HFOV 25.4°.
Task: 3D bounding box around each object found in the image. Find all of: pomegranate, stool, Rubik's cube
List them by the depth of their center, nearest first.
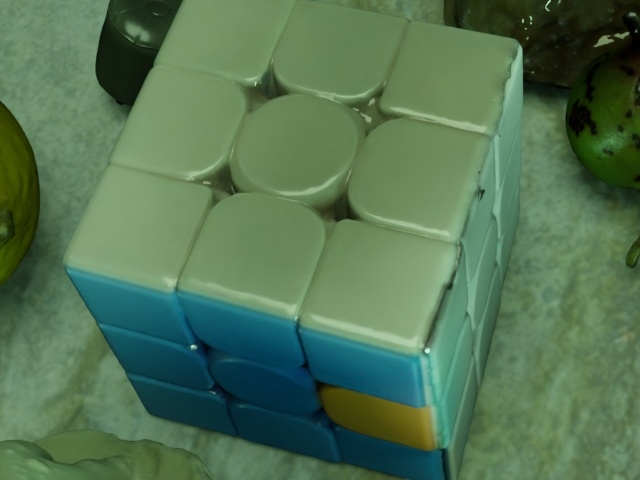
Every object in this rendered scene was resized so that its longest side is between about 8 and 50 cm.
[{"bbox_3d":[0.000,0.000,1.187,0.292,0.290,0.291,12,63,15],"label":"Rubik's cube"},{"bbox_3d":[0.304,-0.086,1.280,0.156,0.156,0.220,-7,64,4],"label":"pomegranate"},{"bbox_3d":[-0.175,-0.192,1.417,0.096,0.110,0.096,15,45,-15],"label":"stool"}]

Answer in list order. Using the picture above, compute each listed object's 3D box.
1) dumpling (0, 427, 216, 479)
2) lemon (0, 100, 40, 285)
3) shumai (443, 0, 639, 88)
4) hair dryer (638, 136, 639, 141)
[{"bbox_3d":[-0.247,0.273,1.148,0.395,0.233,0.315,-17,27,13],"label":"dumpling"},{"bbox_3d":[-0.388,-0.049,1.296,0.267,0.267,0.267,-3,60,6],"label":"lemon"},{"bbox_3d":[0.252,-0.306,1.347,0.314,0.262,0.267,-36,62,-11],"label":"shumai"},{"bbox_3d":[0.319,0.087,1.144,0.304,0.120,0.359,-30,89,2],"label":"hair dryer"}]
